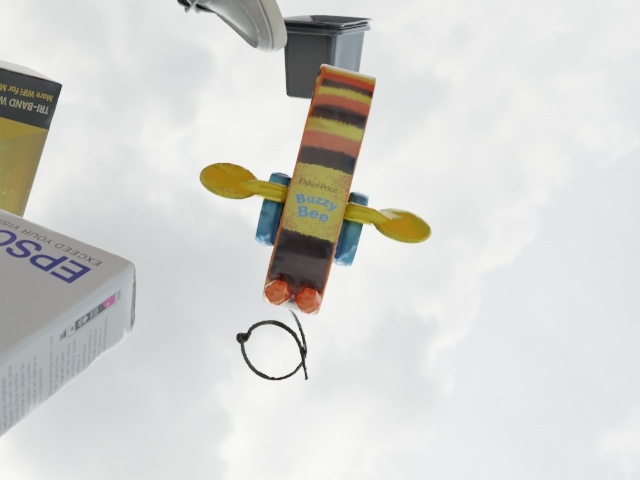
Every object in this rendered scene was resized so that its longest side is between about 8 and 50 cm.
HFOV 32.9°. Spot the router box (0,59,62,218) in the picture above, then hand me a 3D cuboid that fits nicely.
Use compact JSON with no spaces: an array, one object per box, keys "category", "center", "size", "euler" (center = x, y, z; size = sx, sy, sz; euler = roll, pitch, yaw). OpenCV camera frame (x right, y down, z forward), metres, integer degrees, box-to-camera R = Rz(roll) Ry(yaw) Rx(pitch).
[{"category":"router box","center":[-0.443,-0.087,1.108],"size":[0.081,0.309,0.242],"euler":[28,-77,40]}]

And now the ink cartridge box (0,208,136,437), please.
[{"category":"ink cartridge box","center":[-0.333,0.049,0.626],"size":[0.324,0.071,0.330],"euler":[21,-149,20]}]

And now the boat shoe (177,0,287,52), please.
[{"category":"boat shoe","center":[-0.127,-0.280,1.155],"size":[0.081,0.079,0.227],"euler":[-34,-100,-23]}]

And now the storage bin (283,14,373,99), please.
[{"category":"storage bin","center":[-0.002,-0.214,1.265],"size":[0.098,0.135,0.091],"euler":[8,-75,18]}]

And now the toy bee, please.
[{"category":"toy bee","center":[0.000,0.000,0.949],"size":[0.195,0.298,0.162],"euler":[-7,-169,3]}]
